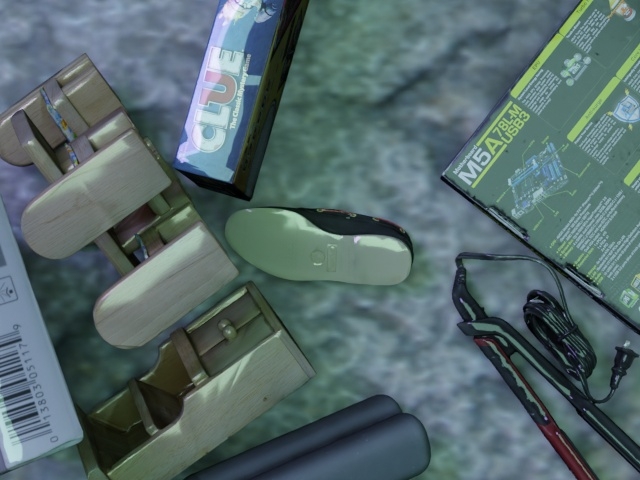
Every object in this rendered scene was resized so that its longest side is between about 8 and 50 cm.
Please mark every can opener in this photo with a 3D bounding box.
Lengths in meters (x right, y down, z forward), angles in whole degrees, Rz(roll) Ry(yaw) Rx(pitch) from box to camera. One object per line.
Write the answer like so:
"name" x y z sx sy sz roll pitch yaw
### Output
"can opener" -0.055 0.200 1.264 0.283 0.076 0.095 -22 113 -17

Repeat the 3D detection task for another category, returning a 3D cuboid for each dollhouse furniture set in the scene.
"dollhouse furniture set" -0.142 0.031 1.238 0.161 0.212 0.242 -36 114 -1

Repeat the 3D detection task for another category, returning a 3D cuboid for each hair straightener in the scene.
"hair straightener" 0.176 0.093 1.308 0.089 0.047 0.230 -38 82 0

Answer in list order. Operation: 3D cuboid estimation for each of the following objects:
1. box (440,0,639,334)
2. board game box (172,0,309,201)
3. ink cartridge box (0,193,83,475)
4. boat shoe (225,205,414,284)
"box" 0.212 -0.062 1.309 0.184 0.045 0.191 38 90 5
"board game box" -0.038 -0.153 1.261 0.042 0.165 0.243 16 88 3
"ink cartridge box" -0.222 0.057 1.220 0.066 0.232 0.189 -19 87 -22
"boat shoe" 0.000 0.002 1.315 0.133 0.042 0.049 10 108 2
